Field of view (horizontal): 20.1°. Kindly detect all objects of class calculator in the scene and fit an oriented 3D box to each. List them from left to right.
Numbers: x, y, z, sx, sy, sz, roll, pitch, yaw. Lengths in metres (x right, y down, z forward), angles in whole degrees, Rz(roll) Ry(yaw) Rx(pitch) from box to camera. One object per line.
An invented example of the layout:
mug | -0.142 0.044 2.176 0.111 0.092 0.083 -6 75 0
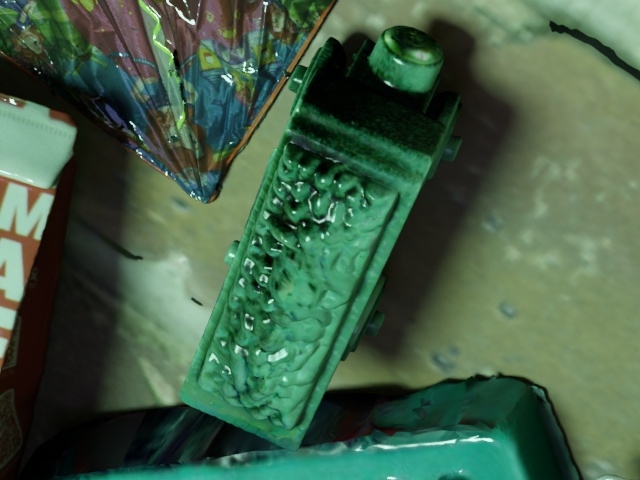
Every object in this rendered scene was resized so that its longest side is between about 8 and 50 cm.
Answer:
calculator | 0.012 0.184 0.828 0.274 0.058 0.248 -9 119 26

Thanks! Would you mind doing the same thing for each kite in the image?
kite | -0.080 -0.094 0.711 0.232 0.009 0.189 -4 120 24

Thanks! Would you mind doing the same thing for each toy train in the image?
toy train | 0.000 0.000 0.684 0.070 0.099 0.172 25 128 2

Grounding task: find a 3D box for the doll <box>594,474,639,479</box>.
doll | 0.295 0.180 0.657 0.423 0.161 0.348 -33 92 34

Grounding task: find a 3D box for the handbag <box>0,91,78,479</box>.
handbag | -0.202 0.048 0.780 0.171 0.151 0.298 21 118 -1
